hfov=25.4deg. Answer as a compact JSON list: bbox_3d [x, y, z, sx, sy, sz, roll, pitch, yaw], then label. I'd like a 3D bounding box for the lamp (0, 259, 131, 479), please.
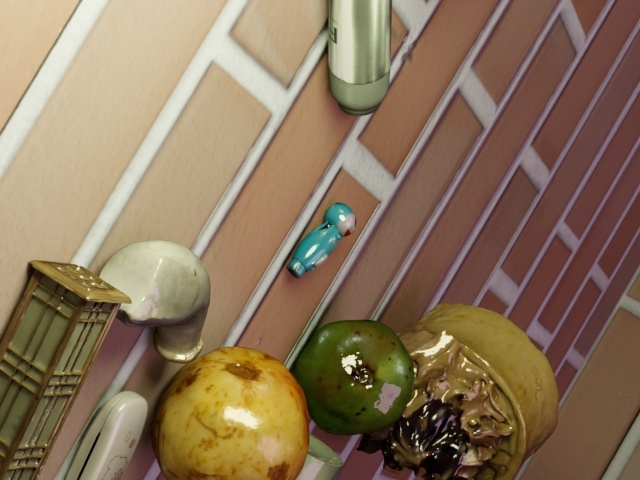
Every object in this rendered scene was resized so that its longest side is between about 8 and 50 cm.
[{"bbox_3d":[-0.320,0.183,1.515,0.325,0.090,0.089,-63,157,8],"label":"lamp"}]

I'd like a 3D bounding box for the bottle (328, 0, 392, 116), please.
[{"bbox_3d":[0.048,-0.268,1.758,0.253,0.079,0.096,88,0,-48],"label":"bottle"}]

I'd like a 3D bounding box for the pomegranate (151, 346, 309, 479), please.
[{"bbox_3d":[-0.114,0.252,1.846,0.215,0.215,0.215,-44,151,-32],"label":"pomegranate"}]

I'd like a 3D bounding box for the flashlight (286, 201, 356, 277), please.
[{"bbox_3d":[0.000,0.000,1.998,0.129,0.051,0.051,-46,153,-18],"label":"flashlight"}]

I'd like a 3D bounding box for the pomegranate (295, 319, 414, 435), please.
[{"bbox_3d":[0.046,0.213,2.189,0.187,0.187,0.225,-53,-175,-16],"label":"pomegranate"}]

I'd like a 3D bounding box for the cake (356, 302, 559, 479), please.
[{"bbox_3d":[0.197,0.302,2.386,0.321,0.332,0.332,-33,144,-43],"label":"cake"}]

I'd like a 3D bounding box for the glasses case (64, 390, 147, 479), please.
[{"bbox_3d":[-0.272,0.275,1.759,0.074,0.049,0.193,8,108,-64],"label":"glasses case"}]

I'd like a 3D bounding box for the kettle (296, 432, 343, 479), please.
[{"bbox_3d":[-0.097,0.392,2.122,0.255,0.165,0.240,-61,-176,4],"label":"kettle"}]

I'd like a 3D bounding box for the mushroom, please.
[{"bbox_3d":[-0.176,0.070,1.662,0.118,0.103,0.270,-57,161,-9],"label":"mushroom"}]
